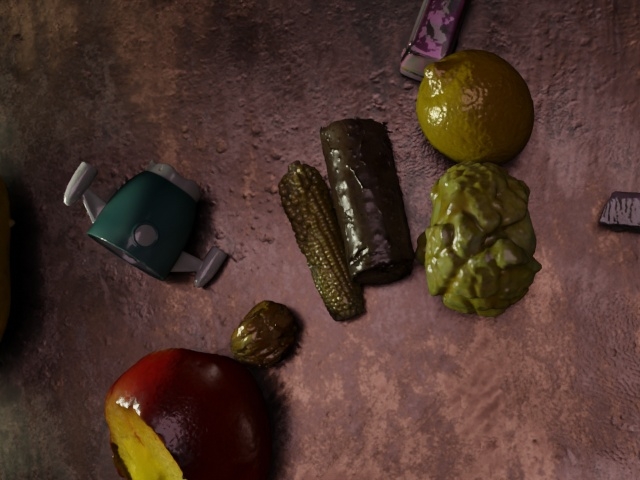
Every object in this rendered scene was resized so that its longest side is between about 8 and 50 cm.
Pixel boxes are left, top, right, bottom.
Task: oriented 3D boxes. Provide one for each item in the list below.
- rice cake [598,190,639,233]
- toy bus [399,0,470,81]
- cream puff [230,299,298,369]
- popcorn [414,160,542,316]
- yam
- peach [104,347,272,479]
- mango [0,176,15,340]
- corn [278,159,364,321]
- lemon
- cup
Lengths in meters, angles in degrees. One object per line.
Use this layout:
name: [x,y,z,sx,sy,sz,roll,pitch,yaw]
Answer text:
rice cake: [0.645,-0.033,1.644,0.365,0.056,0.073,4,83,9]
toy bus: [0.217,-0.416,1.733,0.090,0.112,0.274,19,86,3]
cream puff: [-0.098,0.166,1.703,0.104,0.119,0.133,38,117,-6]
popcorn: [0.256,-0.002,1.604,0.195,0.255,0.256,-8,93,-6]
yam: [0.081,-0.071,1.684,0.131,0.131,0.280,-13,74,6]
peach: [-0.220,0.347,1.623,0.281,0.281,0.338,7,84,9]
mango: [-0.676,0.066,1.745,0.301,0.220,0.445,18,82,13]
corn: [0.000,0.000,1.721,0.086,0.086,0.288,-21,82,5]
lemon: [0.258,-0.216,1.654,0.187,0.244,0.187,-30,39,29]
cup: [-0.294,-0.042,1.736,0.299,0.167,0.173,34,78,-15]
